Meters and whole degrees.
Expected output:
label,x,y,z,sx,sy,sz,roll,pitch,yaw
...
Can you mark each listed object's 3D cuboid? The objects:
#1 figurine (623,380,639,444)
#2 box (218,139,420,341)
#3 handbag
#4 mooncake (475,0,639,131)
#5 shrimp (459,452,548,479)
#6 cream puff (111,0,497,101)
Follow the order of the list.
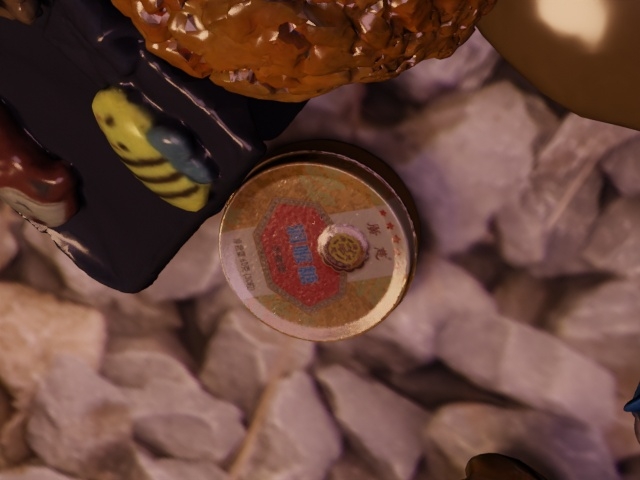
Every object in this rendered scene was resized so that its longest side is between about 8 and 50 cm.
label,x,y,z,sx,sy,sz,roll,pitch,yaw
figurine,0.195,0.125,0.930,0.087,0.086,0.149,-4,83,-20
box,0.000,0.000,0.975,0.106,0.037,0.105,5,115,11
handbag,-0.148,-0.122,0.804,0.303,0.329,0.122,39,75,-4
mooncake,0.143,-0.278,0.691,0.467,0.262,0.467,7,117,14
shrimp,0.184,0.297,1.035,0.221,0.110,0.445,-24,110,31
cream puff,-0.009,-0.119,0.597,0.165,0.115,0.150,22,109,-9
